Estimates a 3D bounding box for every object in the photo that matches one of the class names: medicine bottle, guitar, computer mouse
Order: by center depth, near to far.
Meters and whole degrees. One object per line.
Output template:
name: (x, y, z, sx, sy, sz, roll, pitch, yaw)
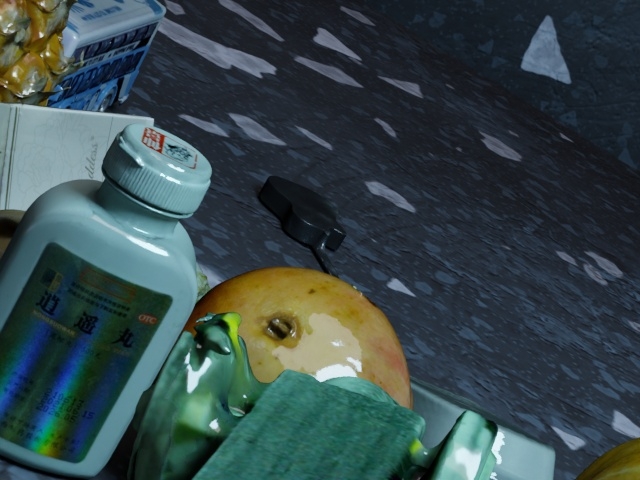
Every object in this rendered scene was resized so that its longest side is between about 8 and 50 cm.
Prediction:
medicine bottle: (-0.148, 0.036, 1.083, 0.121, 0.229, 0.083, 26, 17, -14)
computer mouse: (0.111, 0.168, 1.398, 0.128, 0.079, 0.231, 27, 2, -19)
guitar: (0.000, 0.000, 1.751, 0.088, 0.025, 0.233, 22, 19, -27)

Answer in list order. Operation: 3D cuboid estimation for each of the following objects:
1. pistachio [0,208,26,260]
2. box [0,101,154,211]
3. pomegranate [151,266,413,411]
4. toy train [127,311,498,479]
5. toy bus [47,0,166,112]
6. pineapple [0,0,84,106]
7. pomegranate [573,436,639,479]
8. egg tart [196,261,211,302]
pistachio: (-0.207, 0.034, 1.184, 0.149, 0.113, 0.113, 22, 15, 18)
box: (-0.216, -0.059, 1.436, 0.029, 0.109, 0.198, 10, 6, 30)
pomegranate: (-0.023, 0.113, 1.151, 0.191, 0.191, 0.191, 27, 18, -9)
toy train: (-0.050, 0.206, 0.707, 0.179, 0.272, 0.442, 19, 16, 9)
toy bus: (-0.256, -0.188, 1.686, 0.106, 0.131, 0.297, 31, 17, 4)
pineapple: (-0.336, -0.264, 1.426, 0.344, 0.286, 0.209, 28, -13, -6)
pomegranate: (0.253, 0.256, 1.068, 0.307, 0.307, 0.307, 27, 18, -9)
egg tart: (-0.161, 0.040, 1.307, 0.197, 0.078, 0.197, 25, 18, -9)
